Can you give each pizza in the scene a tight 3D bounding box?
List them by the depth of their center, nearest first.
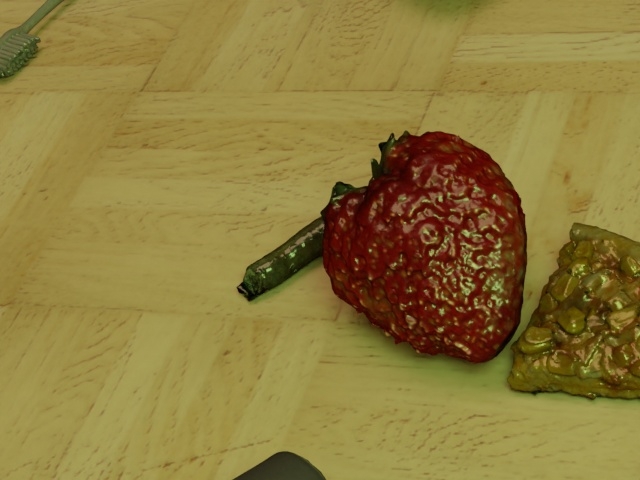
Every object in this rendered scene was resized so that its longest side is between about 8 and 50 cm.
[{"bbox_3d":[0.170,0.050,1.126,0.131,0.041,0.178,-18,38,2],"label":"pizza"}]

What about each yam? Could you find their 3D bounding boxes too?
[{"bbox_3d":[0.000,0.000,1.261,0.129,0.027,0.033,-34,40,-19],"label":"yam"}]

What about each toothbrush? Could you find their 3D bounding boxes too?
[{"bbox_3d":[-0.185,-0.251,1.635,0.029,0.024,0.354,16,49,28],"label":"toothbrush"}]

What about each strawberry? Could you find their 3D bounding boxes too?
[{"bbox_3d":[0.076,0.005,1.159,0.148,0.131,0.131,37,60,19],"label":"strawberry"}]

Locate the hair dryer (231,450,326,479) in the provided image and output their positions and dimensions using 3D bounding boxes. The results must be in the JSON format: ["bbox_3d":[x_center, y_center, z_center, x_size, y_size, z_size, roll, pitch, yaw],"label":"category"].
[{"bbox_3d":[-0.195,0.184,1.067,0.301,0.121,0.361,-33,35,-31],"label":"hair dryer"}]
